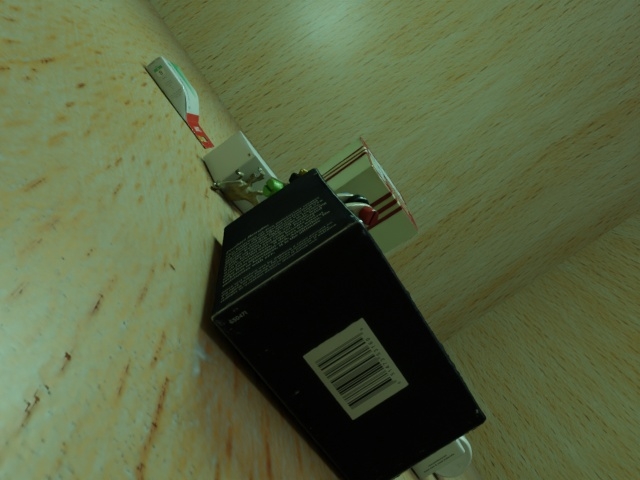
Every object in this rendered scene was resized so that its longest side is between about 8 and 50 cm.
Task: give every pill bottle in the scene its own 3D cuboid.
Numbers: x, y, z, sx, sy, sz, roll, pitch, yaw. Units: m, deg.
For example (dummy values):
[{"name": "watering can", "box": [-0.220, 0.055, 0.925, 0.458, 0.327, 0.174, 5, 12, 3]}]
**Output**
[{"name": "pill bottle", "box": [0.320, 0.525, 1.267, 0.118, 0.117, 0.208, 55, 3, -3]}]

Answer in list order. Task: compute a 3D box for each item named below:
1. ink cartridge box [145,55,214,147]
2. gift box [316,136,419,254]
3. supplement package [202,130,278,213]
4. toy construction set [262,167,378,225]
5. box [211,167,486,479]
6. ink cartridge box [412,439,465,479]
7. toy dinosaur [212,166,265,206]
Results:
[{"name": "ink cartridge box", "box": [-0.327, -0.341, 1.188, 0.225, 0.056, 0.181, 53, 4, -13]}, {"name": "gift box", "box": [0.057, -0.095, 1.207, 0.276, 0.258, 0.255, 50, 16, -20]}, {"name": "supplement package", "box": [-0.158, -0.132, 1.052, 0.105, 0.105, 0.179, 58, 3, 38]}, {"name": "toy construction set", "box": [-0.027, 0.012, 0.908, 0.237, 0.257, 0.309, 28, 30, -43]}, {"name": "box", "box": [0.020, 0.094, 0.621, 0.296, 0.182, 0.294, 56, 4, -20]}, {"name": "ink cartridge box", "box": [0.168, 0.332, 1.025, 0.273, 0.114, 0.197, 56, 4, -9]}, {"name": "toy dinosaur", "box": [-0.149, -0.103, 0.977, 0.183, 0.092, 0.053, 34, 29, -55]}]
